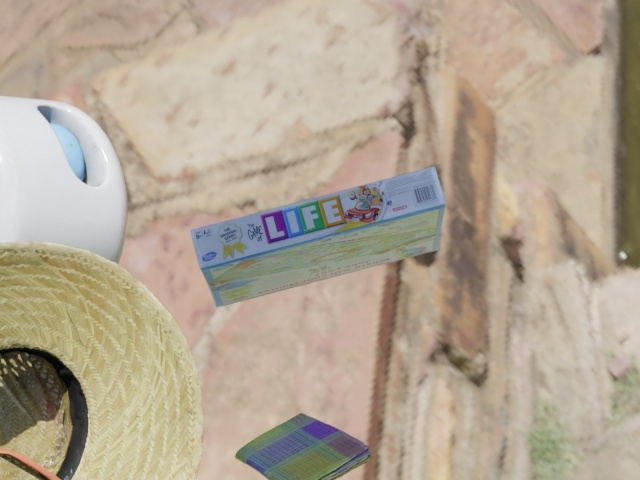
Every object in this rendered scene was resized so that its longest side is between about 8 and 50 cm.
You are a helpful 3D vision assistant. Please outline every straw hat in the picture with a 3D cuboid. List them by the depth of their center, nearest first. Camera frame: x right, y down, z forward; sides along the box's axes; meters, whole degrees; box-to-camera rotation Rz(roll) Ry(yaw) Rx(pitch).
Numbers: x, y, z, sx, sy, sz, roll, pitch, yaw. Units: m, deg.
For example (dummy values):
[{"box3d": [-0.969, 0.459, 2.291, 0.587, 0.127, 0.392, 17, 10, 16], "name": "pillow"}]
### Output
[{"box3d": [-0.118, 0.069, 0.520, 0.061, 0.144, 0.144, 4, 61, 60], "name": "straw hat"}]

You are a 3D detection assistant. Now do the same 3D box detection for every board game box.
[{"box3d": [0.000, 0.000, 0.932, 0.154, 0.103, 0.026, -15, 74, -3], "name": "board game box"}]

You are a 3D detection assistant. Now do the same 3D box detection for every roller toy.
[{"box3d": [-0.260, -0.021, 1.223, 0.191, 0.146, 0.209, 7, 95, 42], "name": "roller toy"}]

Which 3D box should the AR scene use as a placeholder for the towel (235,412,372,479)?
[{"box3d": [-0.012, 0.134, 0.916, 0.060, 0.009, 0.083, -27, 23, -25], "name": "towel"}]
